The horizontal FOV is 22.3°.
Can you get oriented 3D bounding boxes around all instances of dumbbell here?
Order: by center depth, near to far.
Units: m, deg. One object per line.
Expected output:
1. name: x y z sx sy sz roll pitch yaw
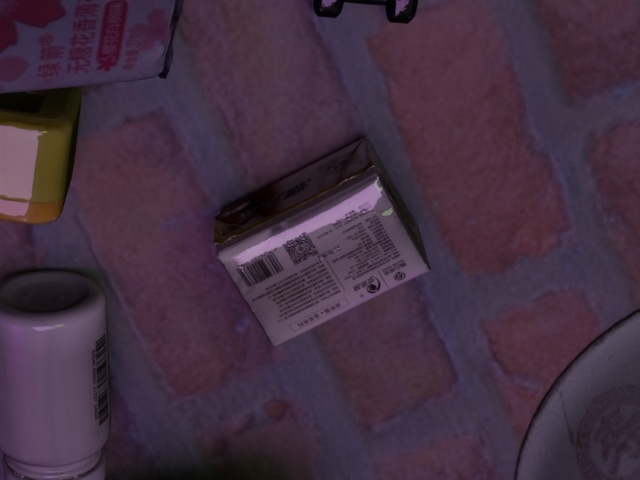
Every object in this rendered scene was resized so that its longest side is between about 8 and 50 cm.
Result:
1. dumbbell: 0.036 -0.195 1.299 0.083 0.040 0.036 4 146 -5

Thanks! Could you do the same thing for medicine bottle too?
1. medicine bottle: -0.232 0.128 1.397 0.103 0.103 0.186 0 115 -3

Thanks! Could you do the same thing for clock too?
1. clock: -0.295 -0.081 1.275 0.202 0.143 0.096 9 112 -7

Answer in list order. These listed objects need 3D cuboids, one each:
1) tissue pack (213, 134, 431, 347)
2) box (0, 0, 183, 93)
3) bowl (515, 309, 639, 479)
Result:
1. tissue pack: 0.000 0.000 1.352 0.149 0.099 0.106 -26 116 9
2. box: -0.273 -0.188 1.157 0.370 0.112 0.190 -8 144 -20
3. bowl: 0.400 0.265 1.447 0.435 0.196 0.435 -1 116 -2
